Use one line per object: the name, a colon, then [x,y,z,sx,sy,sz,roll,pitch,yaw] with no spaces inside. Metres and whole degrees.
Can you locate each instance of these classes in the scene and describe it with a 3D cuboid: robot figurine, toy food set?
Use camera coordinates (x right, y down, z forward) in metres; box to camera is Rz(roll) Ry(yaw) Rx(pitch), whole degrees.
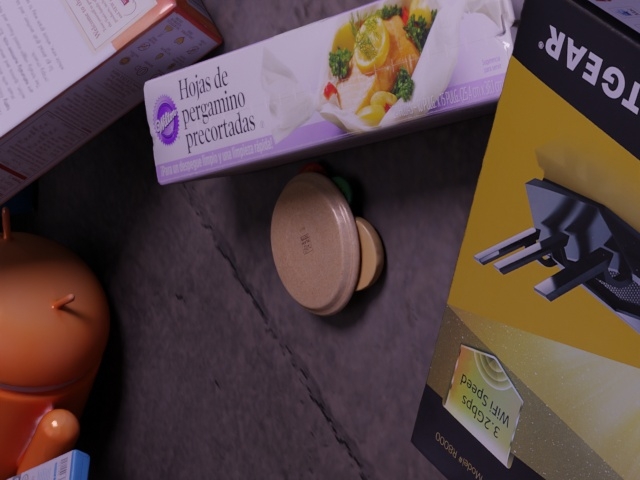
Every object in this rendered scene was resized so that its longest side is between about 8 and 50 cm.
robot figurine: [-0.216,0.082,1.297,0.158,0.128,0.219,-80,12,-50]
toy food set: [0.000,0.000,1.061,0.083,0.020,0.082,-51,57,48]

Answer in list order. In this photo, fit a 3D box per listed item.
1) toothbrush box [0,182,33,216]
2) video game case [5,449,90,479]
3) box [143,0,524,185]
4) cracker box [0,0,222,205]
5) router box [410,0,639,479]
toothbrush box: [-0.348,-0.118,1.293,0.126,0.295,0.216,26,119,50]
video game case: [-0.211,0.212,1.232,0.166,0.015,0.119,-26,49,37]
box: [0.017,-0.081,0.979,0.324,0.067,0.063,-10,88,56]
cracker box: [-0.193,-0.121,1.164,0.232,0.067,0.155,-34,64,12]
router box: [0.177,0.063,0.768,0.309,0.081,0.243,42,130,43]
